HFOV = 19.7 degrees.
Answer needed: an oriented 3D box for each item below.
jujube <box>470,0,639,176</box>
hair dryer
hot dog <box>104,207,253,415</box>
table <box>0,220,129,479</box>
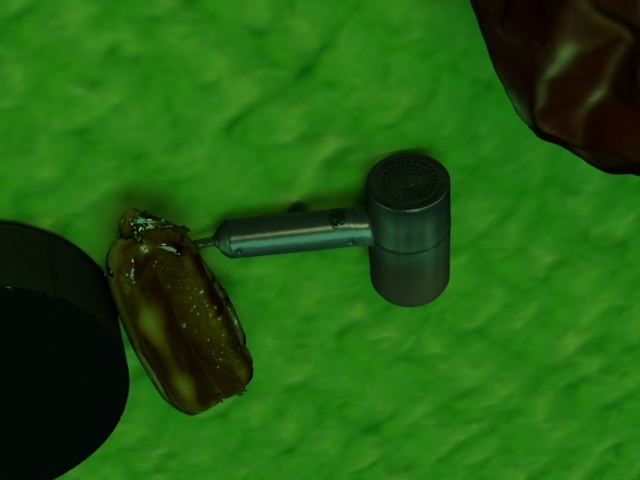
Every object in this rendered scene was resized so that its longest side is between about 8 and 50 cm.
[{"bbox_3d":[0.179,-0.114,0.667,0.250,0.174,0.174,-17,135,14],"label":"jujube"},{"bbox_3d":[0.000,0.000,0.805,0.114,0.037,0.063,-5,134,-2],"label":"hair dryer"},{"bbox_3d":[-0.063,0.031,0.805,0.049,0.037,0.122,-30,134,-11],"label":"hot dog"},{"bbox_3d":[-0.151,0.054,0.798,0.133,0.043,0.133,-9,133,-10],"label":"table"}]
